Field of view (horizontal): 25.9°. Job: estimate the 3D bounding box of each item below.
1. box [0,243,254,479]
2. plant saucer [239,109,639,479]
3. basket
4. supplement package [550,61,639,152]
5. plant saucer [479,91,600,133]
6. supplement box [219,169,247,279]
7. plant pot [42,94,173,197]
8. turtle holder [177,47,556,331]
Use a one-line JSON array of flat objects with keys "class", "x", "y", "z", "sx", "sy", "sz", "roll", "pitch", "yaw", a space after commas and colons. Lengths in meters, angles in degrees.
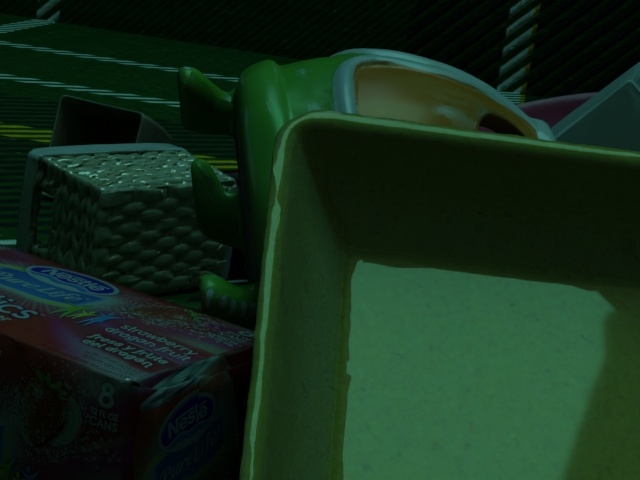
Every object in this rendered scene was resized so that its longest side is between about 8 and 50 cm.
[{"class": "box", "x": -0.164, "y": 0.086, "z": 0.753, "sx": 0.257, "sy": 0.128, "sz": 0.123, "roll": 16, "pitch": 16, "yaw": 31}, {"class": "plant saucer", "x": 0.127, "y": 0.106, "z": 0.666, "sx": 0.333, "sy": 0.081, "sz": 0.332, "roll": 7, "pitch": 54, "yaw": -4}, {"class": "basket", "x": -0.164, "y": -0.017, "z": 1.205, "sx": 0.103, "sy": 0.113, "sz": 0.167, "roll": 22, "pitch": 20, "yaw": 39}, {"class": "supplement package", "x": 0.265, "y": -0.046, "z": 1.307, "sx": 0.149, "sy": 0.194, "sz": 0.203, "roll": 52, "pitch": 20, "yaw": 1}, {"class": "plant saucer", "x": 0.236, "y": -0.093, "z": 1.624, "sx": 0.332, "sy": 0.084, "sz": 0.332, "roll": -14, "pitch": 14, "yaw": 4}, {"class": "supplement box", "x": -0.038, "y": -0.021, "z": 1.370, "sx": 0.239, "sy": 0.073, "sz": 0.130, "roll": -4, "pitch": 20, "yaw": -39}, {"class": "plant pot", "x": -0.219, "y": -0.086, "z": 1.490, "sx": 0.109, "sy": 0.109, "sz": 0.096, "roll": 15, "pitch": 2, "yaw": 26}, {"class": "turtle holder", "x": 0.037, "y": 0.026, "z": 0.904, "sx": 0.228, "sy": 0.320, "sz": 0.243, "roll": -7, "pitch": 36, "yaw": -4}]
